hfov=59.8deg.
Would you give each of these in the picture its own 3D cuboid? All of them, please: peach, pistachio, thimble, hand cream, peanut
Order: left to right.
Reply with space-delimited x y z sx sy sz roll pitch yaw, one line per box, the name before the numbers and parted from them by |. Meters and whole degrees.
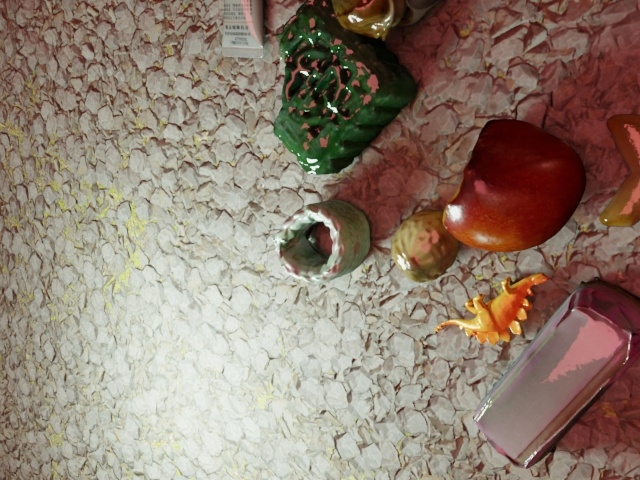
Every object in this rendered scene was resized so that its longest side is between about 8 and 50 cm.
hand cream | -0.187 -0.614 1.373 0.140 0.089 0.314 17 109 29
thimble | 0.000 0.000 1.309 0.211 0.149 0.185 3 101 31
pistachio | 0.082 -0.466 1.075 0.131 0.165 0.210 -24 44 -7
peanut | 0.229 0.008 1.196 0.140 0.109 0.159 46 105 6
peach | 0.346 -0.098 1.014 0.245 0.275 0.248 -2 101 35

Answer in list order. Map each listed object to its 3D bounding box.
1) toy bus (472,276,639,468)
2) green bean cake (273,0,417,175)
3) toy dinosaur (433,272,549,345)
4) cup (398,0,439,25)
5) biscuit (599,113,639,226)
toy bus | 0.461 0.257 1.058 0.171 0.162 0.386 39 114 22
green bean cake | 0.011 -0.340 1.244 0.308 0.169 0.300 -46 74 29
toy dinosaur | 0.363 0.161 1.161 0.288 0.070 0.117 -42 75 33
cup | 0.155 -0.581 1.136 0.264 0.182 0.226 45 137 26
biscuit | 0.593 -0.123 0.992 0.164 0.047 0.207 4 99 32
